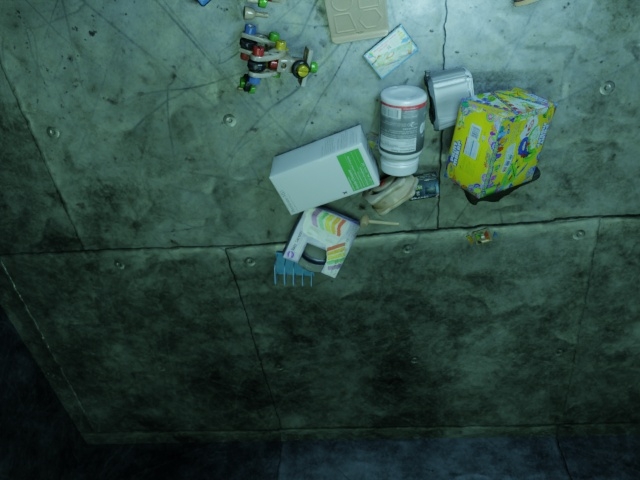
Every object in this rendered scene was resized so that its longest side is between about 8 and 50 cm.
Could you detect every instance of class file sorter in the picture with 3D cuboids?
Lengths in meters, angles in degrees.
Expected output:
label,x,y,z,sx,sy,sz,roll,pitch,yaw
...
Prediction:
label,x,y,z,sx,sy,sz,roll,pitch,yaw
file sorter,-0.113,0.129,2.289,0.170,0.105,0.118,3,126,1

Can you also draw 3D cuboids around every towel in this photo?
label,x,y,z,sx,sy,sz,roll,pitch,yaw
towel,0.213,-0.365,1.969,0.083,0.009,0.060,19,124,-9

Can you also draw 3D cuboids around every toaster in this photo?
label,x,y,z,sx,sy,sz,roll,pitch,yaw
toaster,0.438,-0.492,1.793,0.146,0.129,0.227,-12,122,8

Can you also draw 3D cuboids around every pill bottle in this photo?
label,x,y,z,sx,sy,sz,roll,pitch,yaw
pill bottle,0.285,-0.383,1.859,0.161,0.161,0.283,0,126,4

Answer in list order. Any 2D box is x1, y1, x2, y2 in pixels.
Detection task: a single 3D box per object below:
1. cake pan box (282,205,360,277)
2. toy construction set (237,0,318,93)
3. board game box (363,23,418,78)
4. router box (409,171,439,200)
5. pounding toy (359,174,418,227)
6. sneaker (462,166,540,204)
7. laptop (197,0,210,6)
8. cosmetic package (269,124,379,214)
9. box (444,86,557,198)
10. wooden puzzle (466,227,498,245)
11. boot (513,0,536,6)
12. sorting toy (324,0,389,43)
label,x,y,z,sx,sy,sz,roll,pitch,yaw
cake pan box,0.000,0.000,2.170,0.245,0.070,0.267,24,106,-10
toy construction set,-0.133,-0.634,1.710,0.237,0.257,0.309,-1,104,-17
board game box,0.236,-0.631,1.766,0.154,0.026,0.103,-33,118,24
router box,0.398,-0.209,2.050,0.122,0.038,0.092,-9,124,10
pounding toy,0.264,-0.156,2.027,0.269,0.154,0.155,-33,117,23
sneaker,0.684,-0.214,2.002,0.286,0.109,0.130,-12,134,20
laptop,-0.345,-0.924,1.477,0.236,0.408,0.382,-47,116,-6
cosmetic package,0.017,-0.259,1.967,0.365,0.155,0.197,-19,125,17
box,0.603,-0.334,1.785,0.279,0.177,0.290,-18,132,-29
wooden puzzle,0.671,-0.013,2.188,0.116,0.014,0.079,-25,120,20
boot,0.666,-0.842,1.568,0.248,0.090,0.207,-24,109,21
sorting toy,0.114,-0.735,1.671,0.192,0.038,0.208,-6,142,8
